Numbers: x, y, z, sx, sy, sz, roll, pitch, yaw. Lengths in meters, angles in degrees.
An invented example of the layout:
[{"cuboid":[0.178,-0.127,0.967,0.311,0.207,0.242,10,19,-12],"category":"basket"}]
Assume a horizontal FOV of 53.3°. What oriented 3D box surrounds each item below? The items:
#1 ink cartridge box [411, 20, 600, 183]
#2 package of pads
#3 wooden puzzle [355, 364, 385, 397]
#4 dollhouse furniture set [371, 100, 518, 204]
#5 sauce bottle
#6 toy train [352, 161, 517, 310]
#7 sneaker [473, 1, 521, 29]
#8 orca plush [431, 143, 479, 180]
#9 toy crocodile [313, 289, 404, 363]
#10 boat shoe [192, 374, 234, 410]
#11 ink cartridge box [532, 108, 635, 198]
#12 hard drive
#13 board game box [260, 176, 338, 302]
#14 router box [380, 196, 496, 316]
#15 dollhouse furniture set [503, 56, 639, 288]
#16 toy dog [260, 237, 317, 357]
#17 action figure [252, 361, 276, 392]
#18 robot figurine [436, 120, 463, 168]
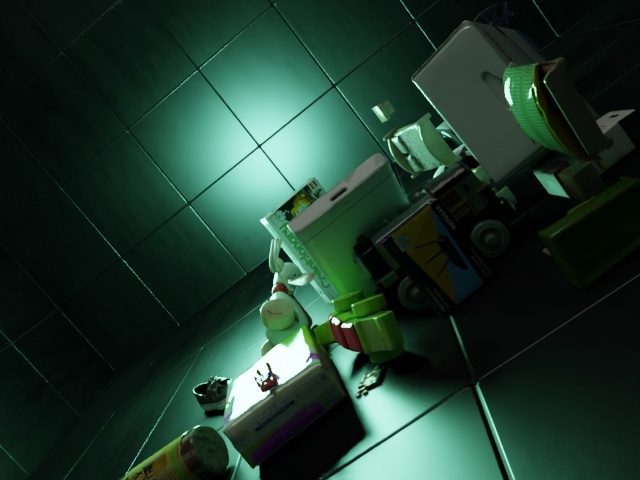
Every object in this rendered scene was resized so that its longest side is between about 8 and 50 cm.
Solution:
[{"cuboid":[0.407,-0.300,1.360,0.166,0.285,0.395,-44,-13,33],"category":"ink cartridge box"},{"cuboid":[-0.081,0.301,1.268,0.229,0.101,0.296,-38,8,-1],"category":"package of pads"},{"cuboid":[0.090,0.249,1.144,0.049,0.006,0.083,-34,10,29],"category":"wooden puzzle"},{"cuboid":[0.238,-0.168,1.519,0.174,0.355,0.303,-41,10,-10],"category":"dollhouse furniture set"},{"cuboid":[-0.341,0.503,1.290,0.344,0.111,0.111,-38,8,15],"category":"sauce bottle"},{"cuboid":[0.224,-0.005,1.282,0.334,0.190,0.142,-37,8,8],"category":"toy train"},{"cuboid":[0.384,-0.479,1.517,0.211,0.080,0.081,-40,-12,14],"category":"sneaker"},{"cuboid":[0.362,-0.157,1.811,0.287,0.151,0.102,-36,40,1],"category":"orca plush"},{"cuboid":[0.070,0.167,1.209,0.105,0.115,0.340,-20,3,-14],"category":"toy crocodile"},{"cuboid":[-0.267,0.388,1.664,0.080,0.076,0.228,-45,11,-36],"category":"boat shoe"},{"cuboid":[0.538,-0.174,1.273,0.198,0.067,0.115,-39,8,5],"category":"ink cartridge box"},{"cuboid":[0.101,0.007,1.363,0.233,0.353,0.047,-39,48,-4],"category":"hard drive"},{"cuboid":[0.000,0.000,1.800,0.193,0.305,0.053,-42,12,-19],"category":"board game box"},{"cuboid":[0.216,0.030,1.175,0.133,0.179,0.046,-39,6,2],"category":"router box"},{"cuboid":[0.339,-0.108,0.966,0.151,0.301,0.197,-36,11,3],"category":"dollhouse furniture set"},{"cuboid":[-0.057,0.168,1.630,0.220,0.161,0.334,90,-175,-53],"category":"toy dog"},{"cuboid":[-0.101,0.254,1.176,0.038,0.030,0.115,-32,11,-6],"category":"action figure"},{"cuboid":[0.473,-0.332,2.027,0.278,0.173,0.209,-41,32,-14],"category":"robot figurine"}]
